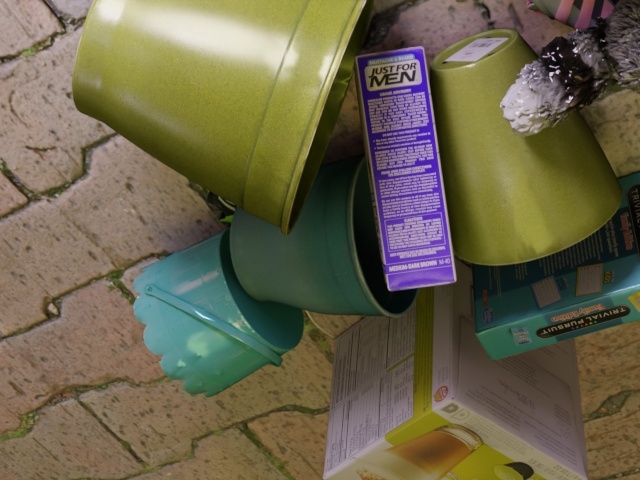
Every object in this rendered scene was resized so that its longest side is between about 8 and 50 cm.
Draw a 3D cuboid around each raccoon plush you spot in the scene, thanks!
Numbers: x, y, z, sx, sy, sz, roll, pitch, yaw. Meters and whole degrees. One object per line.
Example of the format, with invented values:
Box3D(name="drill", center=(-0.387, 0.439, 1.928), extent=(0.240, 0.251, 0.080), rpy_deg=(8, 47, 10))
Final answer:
Box3D(name="raccoon plush", center=(0.491, -0.213, 1.511), extent=(0.446, 0.299, 0.216), rpy_deg=(-44, 122, 9))

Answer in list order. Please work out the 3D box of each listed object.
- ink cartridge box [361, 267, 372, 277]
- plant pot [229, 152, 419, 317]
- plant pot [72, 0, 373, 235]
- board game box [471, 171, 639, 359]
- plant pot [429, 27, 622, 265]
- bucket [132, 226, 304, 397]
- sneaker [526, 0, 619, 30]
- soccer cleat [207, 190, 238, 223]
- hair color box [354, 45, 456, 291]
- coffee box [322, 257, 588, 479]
Box3D(name="ink cartridge box", center=(0.074, 0.062, 2.075), extent=(0.143, 0.092, 0.090), rpy_deg=(-3, 134, 10))
Box3D(name="plant pot", center=(0.000, 0.000, 1.920), extent=(0.255, 0.272, 0.272), rpy_deg=(-6, 134, 27))
Box3D(name="plant pot", center=(-0.148, -0.239, 1.665), extent=(0.353, 0.366, 0.366), rpy_deg=(20, 133, 3))
Box3D(name="board game box", center=(0.417, 0.037, 1.910), extent=(0.336, 0.254, 0.079), rpy_deg=(-18, 130, 21))
Box3D(name="plant pot", center=(0.279, -0.159, 1.760), extent=(0.274, 0.275, 0.293), rpy_deg=(-17, 114, 19))
Box3D(name="bucket", center=(-0.170, 0.121, 2.039), extent=(0.183, 0.281, 0.281), rpy_deg=(-29, 125, 24))
Box3D(name="sneaker", center=(0.374, -0.348, 1.671), extent=(0.319, 0.112, 0.131), rpy_deg=(35, 151, -28))
Box3D(name="soccer cleat", center=(-0.162, -0.092, 1.973), extent=(0.072, 0.060, 0.179), rpy_deg=(2, 136, 15))
Box3D(name="hair color box", center=(0.122, -0.103, 1.725), extent=(0.110, 0.185, 0.339), rpy_deg=(-7, 91, 2))
Box3D(name="coffee box", center=(0.241, 0.305, 2.121), extent=(0.337, 0.338, 0.334), rpy_deg=(33, 128, -24))
